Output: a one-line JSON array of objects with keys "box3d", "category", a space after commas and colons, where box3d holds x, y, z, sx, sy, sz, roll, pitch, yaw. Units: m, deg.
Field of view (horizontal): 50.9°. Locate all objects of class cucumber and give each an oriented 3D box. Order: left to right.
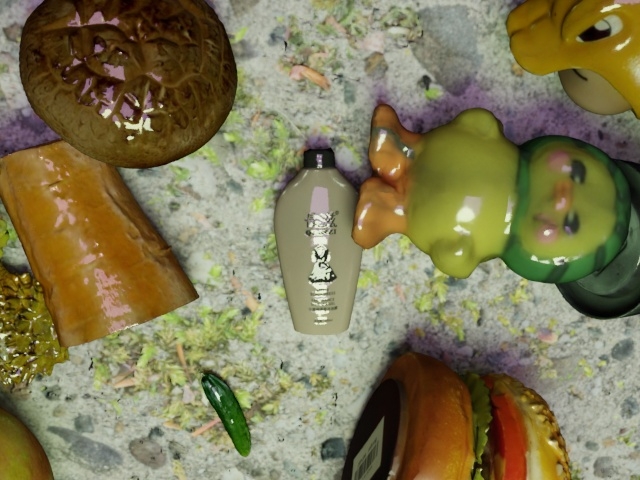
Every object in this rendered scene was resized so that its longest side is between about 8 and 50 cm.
[{"box3d": [-0.136, 0.255, 0.999, 0.039, 0.039, 0.168, -22, 107, 0], "category": "cucumber"}]

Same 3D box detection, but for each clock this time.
[{"box3d": [0.386, -0.002, 0.898, 0.041, 0.215, 0.215, 0, 104, -20], "category": "clock"}]

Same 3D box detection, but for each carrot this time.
[{"box3d": [-0.288, -0.008, 0.860, 0.195, 0.196, 0.255, -21, 95, 0], "category": "carrot"}]

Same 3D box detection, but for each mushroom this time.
[{"box3d": [-0.218, -0.204, 0.791, 0.253, 0.153, 0.253, 6, 73, -21], "category": "mushroom"}]

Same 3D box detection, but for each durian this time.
[{"box3d": [-0.411, 0.103, 0.897, 0.140, 0.078, 0.224, -18, 115, -7], "category": "durian"}]

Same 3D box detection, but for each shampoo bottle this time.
[{"box3d": [0.000, 0.000, 0.927, 0.127, 0.078, 0.257, -2, 102, -1], "category": "shampoo bottle"}]

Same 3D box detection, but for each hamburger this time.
[{"box3d": [0.178, 0.327, 0.906, 0.250, 0.330, 0.330, 21, 101, -6], "category": "hamburger"}]

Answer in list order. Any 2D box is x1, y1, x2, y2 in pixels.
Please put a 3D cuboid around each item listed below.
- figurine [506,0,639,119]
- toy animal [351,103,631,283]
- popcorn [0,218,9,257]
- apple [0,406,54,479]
[{"box3d": [0.467, -0.274, 0.812, 0.386, 0.268, 0.401, 18, 113, -24], "category": "figurine"}, {"box3d": [0.218, -0.051, 0.870, 0.337, 0.191, 0.216, 10, 82, 10], "category": "toy animal"}, {"box3d": [-0.434, -0.014, 0.785, 0.125, 0.126, 0.145, -9, 134, -25], "category": "popcorn"}, {"box3d": [-0.519, 0.356, 0.842, 0.339, 0.339, 0.340, -1, 104, -5], "category": "apple"}]
